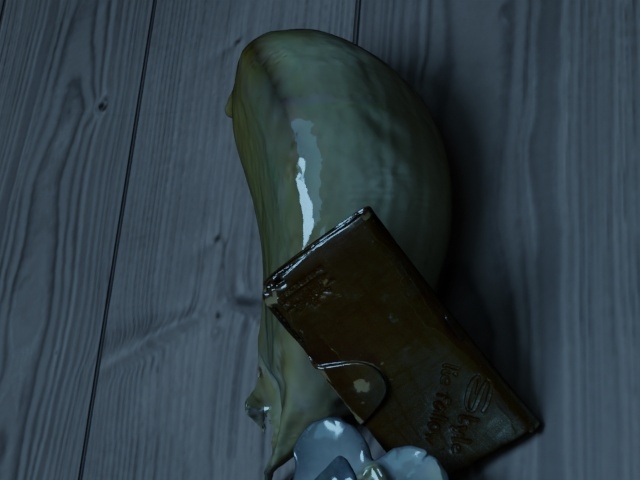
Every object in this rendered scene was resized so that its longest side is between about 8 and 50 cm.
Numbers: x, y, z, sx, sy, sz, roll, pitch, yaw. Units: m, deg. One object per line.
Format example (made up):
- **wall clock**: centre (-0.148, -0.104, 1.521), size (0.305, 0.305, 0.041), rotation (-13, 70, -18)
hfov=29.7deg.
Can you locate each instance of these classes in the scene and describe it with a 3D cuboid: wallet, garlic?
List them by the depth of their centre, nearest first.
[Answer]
- **wallet**: centre (0.047, 0.072, 0.749), size (0.095, 0.176, 0.026), rotation (-34, 13, 17)
- **garlic**: centre (0.009, 0.006, 0.853), size (0.196, 0.151, 0.338), rotation (-32, 59, 52)

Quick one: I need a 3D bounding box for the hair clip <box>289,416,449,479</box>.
- **hair clip**: centre (-0.037, 0.204, 0.722), size (0.257, 0.075, 0.146), rotation (-38, 55, 5)
